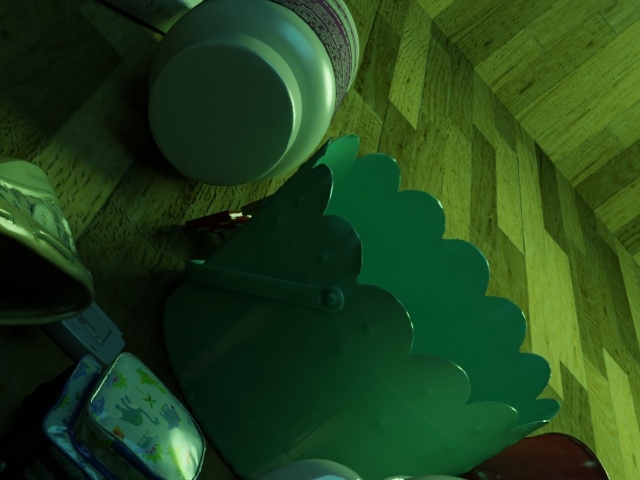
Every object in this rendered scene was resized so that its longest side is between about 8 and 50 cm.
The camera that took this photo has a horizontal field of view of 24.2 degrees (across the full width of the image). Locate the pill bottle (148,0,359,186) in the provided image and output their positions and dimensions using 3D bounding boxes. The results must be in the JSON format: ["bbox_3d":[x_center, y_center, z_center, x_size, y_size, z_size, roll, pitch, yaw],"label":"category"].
[{"bbox_3d":[-0.062,-0.149,1.369,0.169,0.169,0.301,49,17,-9],"label":"pill bottle"}]

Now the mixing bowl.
[{"bbox_3d":[0.136,0.233,1.163,0.098,0.181,0.181,13,37,-29],"label":"mixing bowl"}]

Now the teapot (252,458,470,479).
[{"bbox_3d":[0.068,0.219,0.853,0.252,0.187,0.256,31,14,12],"label":"teapot"}]

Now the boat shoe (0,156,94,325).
[{"bbox_3d":[-0.207,0.006,0.817,0.089,0.104,0.285,52,17,10],"label":"boat shoe"}]

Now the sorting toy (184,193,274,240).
[{"bbox_3d":[0.000,0.000,1.318,0.274,0.132,0.046,8,70,-62],"label":"sorting toy"}]

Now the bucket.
[{"bbox_3d":[0.026,0.076,1.129,0.281,0.183,0.281,46,18,-20],"label":"bucket"}]

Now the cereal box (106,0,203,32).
[{"bbox_3d":[-0.189,-0.290,1.526,0.240,0.047,0.173,22,34,-57],"label":"cereal box"}]

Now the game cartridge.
[{"bbox_3d":[-0.165,0.049,0.984,0.083,0.017,0.056,49,14,-8],"label":"game cartridge"}]

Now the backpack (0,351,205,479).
[{"bbox_3d":[-0.114,0.129,0.842,0.114,0.084,0.105,51,20,-13],"label":"backpack"}]
